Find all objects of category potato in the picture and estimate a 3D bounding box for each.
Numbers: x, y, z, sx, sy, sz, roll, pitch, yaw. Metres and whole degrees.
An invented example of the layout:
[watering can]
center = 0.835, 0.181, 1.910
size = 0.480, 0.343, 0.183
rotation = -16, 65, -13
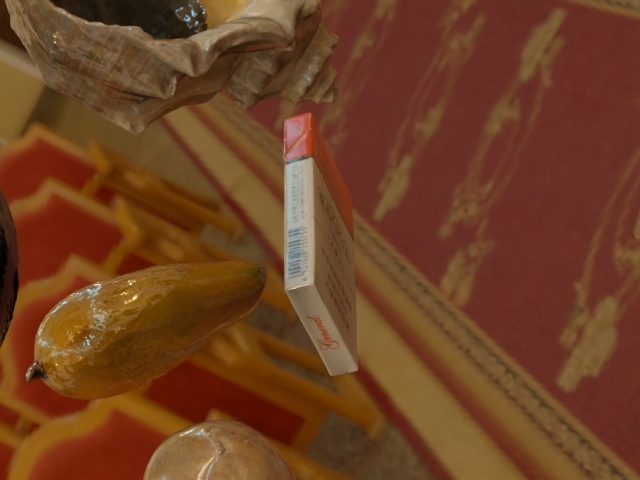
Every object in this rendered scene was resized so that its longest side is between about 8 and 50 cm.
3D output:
[potato]
center = -0.064, 0.178, 0.943
size = 0.112, 0.147, 0.112
rotation = -8, 63, 15

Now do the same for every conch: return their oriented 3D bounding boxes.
[conch]
center = -0.135, -0.173, 1.044
size = 0.263, 0.324, 0.186
rotation = -78, 6, -68

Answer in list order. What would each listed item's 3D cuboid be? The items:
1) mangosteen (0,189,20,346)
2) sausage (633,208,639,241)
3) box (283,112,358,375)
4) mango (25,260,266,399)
[mangosteen]
center = -0.379, -0.001, 1.097
size = 0.297, 0.297, 0.313
rotation = -116, 37, -67
[sausage]
center = 0.243, -0.051, 0.985
size = 0.026, 0.026, 0.116
rotation = -96, 9, -58
[box]
center = 0.000, 0.000, 1.395
size = 0.035, 0.139, 0.245
rotation = -15, 45, 13
[mango]
center = -0.191, 0.093, 1.570
size = 0.317, 0.119, 0.176
rotation = -21, -22, -38
